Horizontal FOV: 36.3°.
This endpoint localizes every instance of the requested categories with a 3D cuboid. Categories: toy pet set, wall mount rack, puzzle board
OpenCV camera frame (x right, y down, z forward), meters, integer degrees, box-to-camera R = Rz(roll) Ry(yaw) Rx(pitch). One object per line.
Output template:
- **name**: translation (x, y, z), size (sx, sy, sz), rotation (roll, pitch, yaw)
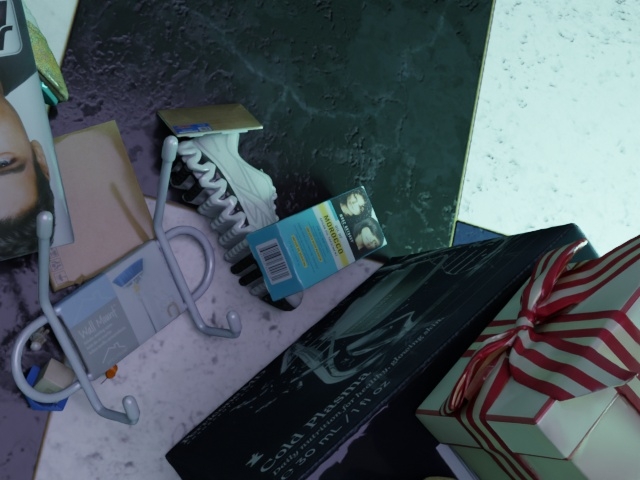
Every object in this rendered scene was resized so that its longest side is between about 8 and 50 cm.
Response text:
- **toy pet set**: translation (-0.344, 0.173, 1.308), size (0.122, 0.065, 0.114), rotation (34, 37, -19)
- **wall mount rack**: translation (-0.243, 0.050, 1.249), size (0.350, 0.130, 0.304), rotation (-39, 119, -39)
- **puzzle board**: translation (-0.160, -0.172, 1.403), size (0.128, 0.096, 0.011), rotation (-9, 121, -23)

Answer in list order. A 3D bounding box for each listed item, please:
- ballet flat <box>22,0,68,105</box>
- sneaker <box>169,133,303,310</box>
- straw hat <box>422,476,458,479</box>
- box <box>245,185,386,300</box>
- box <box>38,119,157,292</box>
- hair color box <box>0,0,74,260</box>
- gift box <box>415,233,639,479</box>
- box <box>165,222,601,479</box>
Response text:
- **ballet flat**: translation (-0.464, -0.313, 1.274), size (0.349, 0.123, 0.123), rotation (32, 73, -13)
- **sneaker**: translation (-0.100, -0.033, 1.404), size (0.118, 0.110, 0.292), rotation (-36, 98, -31)
- **straw hat**: translation (0.123, 0.268, 0.963), size (0.144, 0.144, 0.061), rotation (32, 34, -16)
- **box**: translation (0.000, 0.000, 1.396), size (0.244, 0.060, 0.100), rotation (-27, 95, -55)
- **box**: translation (-0.326, -0.050, 1.350), size (0.164, 0.021, 0.201), rotation (-21, 92, -24)
- **hair color box**: translation (-0.432, -0.159, 1.157), size (0.185, 0.114, 0.374), rotation (-17, 106, -28)
- **gift box**: translation (0.281, 0.148, 0.936), size (0.258, 0.276, 0.255), rotation (47, 64, -8)
- **box**: translation (0.117, 0.249, 1.254), size (0.480, 0.472, 0.297), rotation (-39, 98, -22)
